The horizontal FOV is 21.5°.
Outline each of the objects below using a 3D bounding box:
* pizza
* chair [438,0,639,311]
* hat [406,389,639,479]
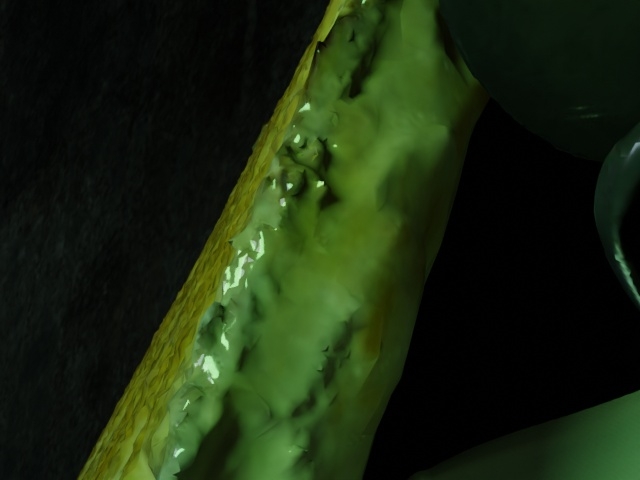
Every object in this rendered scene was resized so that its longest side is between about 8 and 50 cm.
[{"bbox_3d":[0.005,-0.017,0.625,0.392,0.080,0.435,-63,6,1],"label":"pizza"},{"bbox_3d":[0.188,0.011,0.323,0.226,0.226,0.401,-55,36,25],"label":"chair"},{"bbox_3d":[0.093,0.149,0.536,0.219,0.164,0.226,-34,8,44],"label":"hat"}]
